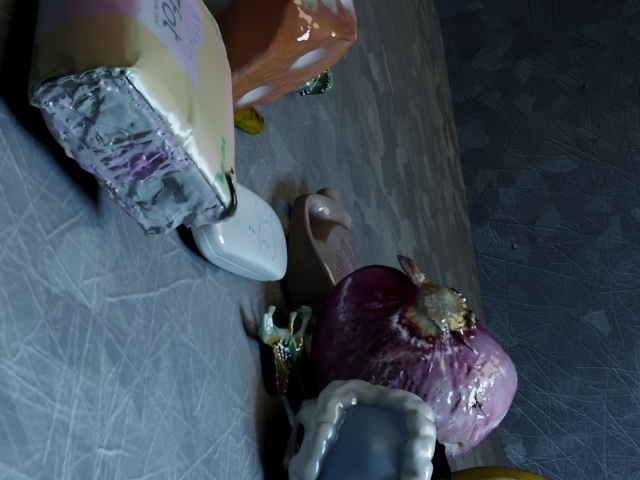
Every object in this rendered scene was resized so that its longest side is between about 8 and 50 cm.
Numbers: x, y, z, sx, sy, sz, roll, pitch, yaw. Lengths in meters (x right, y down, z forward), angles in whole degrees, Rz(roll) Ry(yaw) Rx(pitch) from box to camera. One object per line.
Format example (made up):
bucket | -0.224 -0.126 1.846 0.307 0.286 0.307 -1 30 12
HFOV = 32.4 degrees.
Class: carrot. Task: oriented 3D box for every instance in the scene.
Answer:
carrot | -0.104 -0.156 1.348 0.171 0.042 0.042 23 56 -75

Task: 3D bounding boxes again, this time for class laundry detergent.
laundry detergent | 0.000 0.000 1.532 0.171 0.076 0.237 61 22 -47

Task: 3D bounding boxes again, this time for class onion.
onion | 0.079 0.204 1.409 0.159 0.267 0.348 -47 169 -41

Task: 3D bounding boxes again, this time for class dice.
dice | -0.073 -0.250 1.203 0.173 0.179 0.175 68 21 5

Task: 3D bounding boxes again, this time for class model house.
model house | -0.024 -0.254 1.670 0.083 0.066 0.078 -43 118 -72

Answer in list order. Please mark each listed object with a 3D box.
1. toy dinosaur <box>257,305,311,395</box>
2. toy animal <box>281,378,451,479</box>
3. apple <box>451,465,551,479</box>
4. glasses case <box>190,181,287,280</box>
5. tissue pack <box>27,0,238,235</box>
toy dinosaur | -0.042 0.145 1.338 0.106 0.044 0.187 -70 163 -55
toy animal | 0.048 0.280 1.268 0.156 0.204 0.208 -59 155 -48
apple | 0.226 0.480 1.539 0.339 0.340 0.339 -12 90 -75
glasses case | -0.089 -0.010 1.238 0.233 0.059 0.092 37 41 -69
tissue pack | -0.163 -0.157 0.965 0.215 0.123 0.256 57 17 -48
